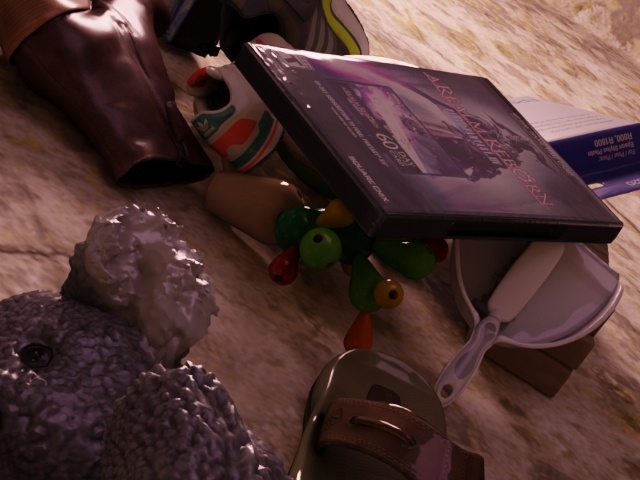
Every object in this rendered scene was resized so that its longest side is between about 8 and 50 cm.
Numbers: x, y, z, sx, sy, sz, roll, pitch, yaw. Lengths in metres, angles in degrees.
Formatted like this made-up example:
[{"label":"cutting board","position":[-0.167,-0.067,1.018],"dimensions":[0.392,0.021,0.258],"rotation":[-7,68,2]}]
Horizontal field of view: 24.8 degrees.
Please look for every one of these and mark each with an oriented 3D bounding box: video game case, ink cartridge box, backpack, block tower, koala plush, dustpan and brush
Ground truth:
[{"label":"video game case","position":[0.088,-0.071,1.108],"dimensions":[0.274,0.026,0.196],"rotation":[1,41,-43]},{"label":"ink cartridge box","position":[0.185,-0.083,1.357],"dimensions":[0.223,0.045,0.224],"rotation":[-14,22,-31]},{"label":"backpack","position":[-0.127,-0.246,1.396],"dimensions":[0.084,0.105,0.114],"rotation":[22,21,-30]},{"label":"block tower","position":[0.200,0.020,1.321],"dimensions":[0.097,0.091,0.335],"rotation":[33,21,-5]},{"label":"koala plush","position":[-0.086,0.106,0.576],"dimensions":[0.203,0.196,0.221],"rotation":[28,17,-51]},{"label":"dustpan and brush","position":[0.138,0.051,1.106],"dimensions":[0.147,0.211,0.060],"rotation":[40,-23,-1]}]

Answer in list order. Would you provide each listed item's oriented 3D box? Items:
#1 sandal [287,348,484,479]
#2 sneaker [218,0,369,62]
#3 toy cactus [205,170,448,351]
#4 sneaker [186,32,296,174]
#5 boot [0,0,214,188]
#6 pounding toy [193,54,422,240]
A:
[{"label":"sandal","position":[0.043,0.128,0.838],"dimensions":[0.120,0.086,0.303],"rotation":[29,21,-14]},{"label":"sneaker","position":[-0.037,-0.192,1.331],"dimensions":[0.111,0.121,0.300],"rotation":[30,-16,22]},{"label":"toy cactus","position":[0.000,0.000,1.083],"dimensions":[0.180,0.112,0.219],"rotation":[20,19,17]},{"label":"sneaker","position":[-0.065,-0.126,1.153],"dimensions":[0.075,0.057,0.161],"rotation":[36,38,-25]},{"label":"boot","position":[-0.153,-0.126,1.162],"dimensions":[0.207,0.090,0.248],"rotation":[53,21,11]},{"label":"pounding toy","position":[0.015,-0.062,1.244],"dimensions":[0.237,0.110,0.183],"rotation":[-4,43,-14]}]
